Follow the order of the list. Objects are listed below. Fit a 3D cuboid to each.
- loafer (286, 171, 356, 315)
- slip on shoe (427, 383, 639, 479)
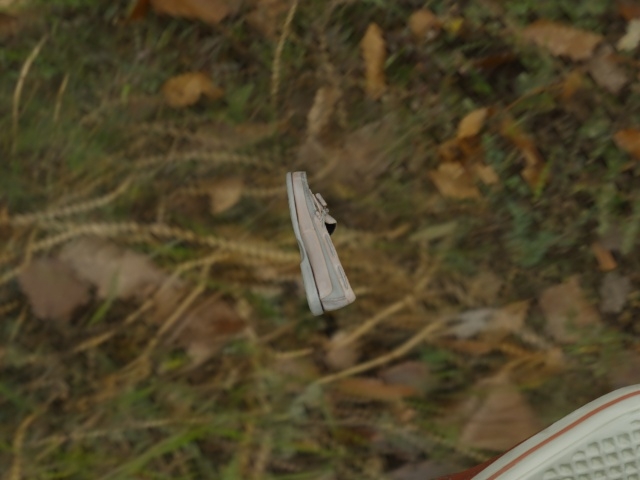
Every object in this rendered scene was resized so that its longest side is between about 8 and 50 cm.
[{"bbox_3d":[0.000,0.000,1.559,0.039,0.045,0.125,-12,68,4],"label":"loafer"},{"bbox_3d":[0.096,0.170,1.109,0.123,0.331,0.101,28,40,-24],"label":"slip on shoe"}]
